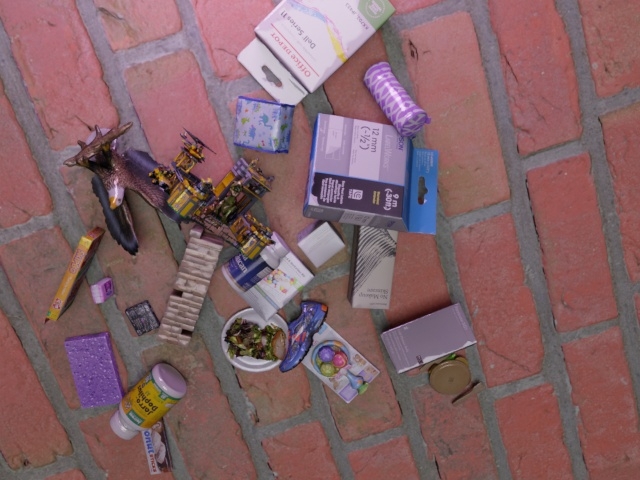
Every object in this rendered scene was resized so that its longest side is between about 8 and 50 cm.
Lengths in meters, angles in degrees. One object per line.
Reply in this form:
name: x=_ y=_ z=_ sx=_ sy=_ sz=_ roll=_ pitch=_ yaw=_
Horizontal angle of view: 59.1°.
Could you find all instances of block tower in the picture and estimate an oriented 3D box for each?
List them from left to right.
block tower: x=-0.349 y=0.129 z=1.522 sx=0.097 sy=0.091 sz=0.335 roll=17 pitch=102 yaw=-9

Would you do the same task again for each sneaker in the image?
sneaker: x=-0.060 y=0.267 z=1.584 sx=0.087 sy=0.083 sz=0.221 roll=27 pitch=82 yaw=11

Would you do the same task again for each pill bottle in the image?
pill bottle: x=-0.483 y=0.452 z=1.574 sx=0.208 sy=0.117 sz=0.117 roll=-44 pitch=103 yaw=7
pill bottle: x=-0.167 y=0.054 z=1.480 sx=0.169 sy=0.094 sz=0.094 roll=-38 pitch=104 yaw=6

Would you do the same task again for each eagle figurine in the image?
eagle figurine: x=-0.490 y=-0.131 z=1.423 sx=0.227 sy=0.225 sz=0.298 roll=3 pitch=144 yaw=34

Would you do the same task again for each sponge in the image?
sponge: x=-0.633 y=0.366 z=1.585 sx=0.117 sy=0.031 sz=0.209 roll=-9 pitch=105 yaw=-2

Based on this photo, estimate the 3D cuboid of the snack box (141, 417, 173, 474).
snack box: x=-0.481 y=0.602 z=1.659 sx=0.064 sy=0.022 sz=0.178 roll=-7 pitch=104 yaw=-2

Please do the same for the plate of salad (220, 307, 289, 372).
plate of salad: x=-0.182 y=0.287 z=1.596 sx=0.200 sy=0.048 sz=0.199 roll=-1 pitch=104 yaw=-4

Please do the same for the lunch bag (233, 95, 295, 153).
lunch bag: x=-0.151 y=-0.294 z=1.437 sx=0.151 sy=0.096 sz=0.128 roll=14 pitch=103 yaw=22

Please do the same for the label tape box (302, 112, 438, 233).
label tape box: x=0.143 y=-0.164 z=1.430 sx=0.348 sy=0.115 sz=0.248 roll=8 pitch=73 yaw=-5

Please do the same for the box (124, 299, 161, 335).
box: x=-0.493 y=0.215 z=1.567 sx=0.067 sy=0.018 sz=0.083 roll=-25 pitch=104 yaw=1

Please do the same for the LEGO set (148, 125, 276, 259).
LEGO set: x=-0.220 y=-0.127 z=1.370 sx=0.192 sy=0.255 sz=0.331 roll=-48 pitch=123 yaw=7

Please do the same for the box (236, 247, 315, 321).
box: x=-0.130 y=0.109 z=1.551 sx=0.186 sy=0.038 sz=0.145 roll=-43 pitch=92 yaw=5

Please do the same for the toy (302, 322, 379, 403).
toy: x=0.046 y=0.360 z=1.628 sx=0.237 sy=0.056 sz=0.137 roll=43 pitch=95 yaw=-13

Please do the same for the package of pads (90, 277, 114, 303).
package of pads: x=-0.581 y=0.133 z=1.506 sx=0.032 sy=0.083 sz=0.050 roll=-5 pitch=100 yaw=1

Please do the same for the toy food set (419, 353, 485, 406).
toy food set: x=0.388 y=0.401 z=1.682 sx=0.132 sy=0.038 sz=0.192 roll=-38 pitch=109 yaw=12

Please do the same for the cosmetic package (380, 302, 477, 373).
cosmetic package: x=0.303 y=0.277 z=1.588 sx=0.238 sy=0.107 sz=0.127 roll=-24 pitch=74 yaw=3

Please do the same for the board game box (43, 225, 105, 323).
board game box: x=-0.640 y=0.093 z=1.471 sx=0.039 sy=0.124 sz=0.259 roll=29 pitch=100 yaw=-11

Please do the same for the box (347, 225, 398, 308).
box: x=0.143 y=0.044 z=1.540 sx=0.113 sy=0.094 sz=0.274 roll=2 pitch=103 yaw=-6

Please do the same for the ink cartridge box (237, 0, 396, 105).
ink cartridge box: x=-0.019 y=-0.504 z=1.382 sx=0.353 sy=0.119 sz=0.207 roll=-44 pitch=103 yaw=6

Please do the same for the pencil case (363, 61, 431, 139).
pencil case: x=0.189 y=-0.354 z=1.407 sx=0.088 sy=0.086 sz=0.206 roll=-26 pitch=67 yaw=-13

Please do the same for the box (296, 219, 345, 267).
box: x=0.000 y=0.000 z=1.514 sx=0.102 sy=0.101 sz=0.087 roll=-38 pitch=104 yaw=6
